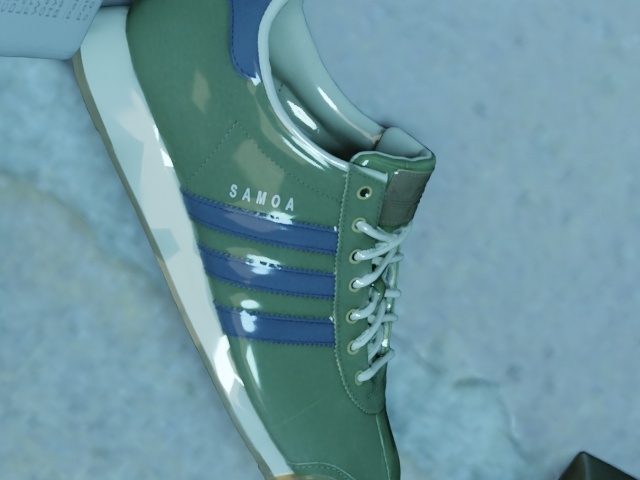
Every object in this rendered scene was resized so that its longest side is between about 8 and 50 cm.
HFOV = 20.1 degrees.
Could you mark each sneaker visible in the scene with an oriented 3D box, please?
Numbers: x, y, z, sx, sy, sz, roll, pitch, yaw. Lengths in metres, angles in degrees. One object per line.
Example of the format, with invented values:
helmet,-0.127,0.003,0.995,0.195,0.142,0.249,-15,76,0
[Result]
sneaker,0.000,0.000,0.565,0.086,0.064,0.192,-23,100,17

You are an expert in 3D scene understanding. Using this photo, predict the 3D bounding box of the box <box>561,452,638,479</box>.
box,0.044,0.190,0.579,0.036,0.136,0.225,27,107,-3

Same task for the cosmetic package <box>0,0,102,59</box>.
cosmetic package,-0.120,-0.146,0.455,0.151,0.183,0.151,30,99,6
